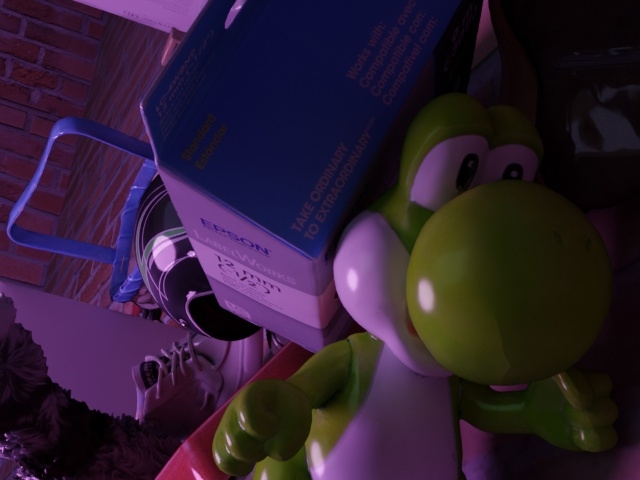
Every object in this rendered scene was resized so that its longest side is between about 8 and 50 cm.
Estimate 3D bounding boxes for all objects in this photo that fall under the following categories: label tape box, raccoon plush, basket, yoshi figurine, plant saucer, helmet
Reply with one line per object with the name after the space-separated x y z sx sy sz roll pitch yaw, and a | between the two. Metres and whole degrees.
0.013 -0.086 0.715 0.249 0.115 0.347 -60 -11 -17 | label tape box
-0.279 0.278 1.140 0.299 0.216 0.446 -32 84 46 | raccoon plush
-0.231 -0.035 1.328 0.255 0.289 0.201 -44 40 47 | basket
0.060 0.101 0.606 0.203 0.204 0.362 23 107 27 | yoshi figurine
-0.078 0.178 0.914 0.258 0.048 0.259 -41 -8 -46 | plant saucer
-0.091 0.002 0.956 0.161 0.169 0.169 -41 36 39 | helmet

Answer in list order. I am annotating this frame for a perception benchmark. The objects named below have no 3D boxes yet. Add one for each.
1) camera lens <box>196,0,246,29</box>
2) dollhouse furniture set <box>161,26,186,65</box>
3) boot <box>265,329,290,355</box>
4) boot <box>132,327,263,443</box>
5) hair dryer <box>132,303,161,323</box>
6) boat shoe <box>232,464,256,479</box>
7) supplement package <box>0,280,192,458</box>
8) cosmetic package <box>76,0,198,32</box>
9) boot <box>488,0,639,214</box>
0.000 -0.304 1.051 0.219 0.219 0.274 -27 49 62 | camera lens
-0.085 -0.280 1.303 0.161 0.182 0.101 -59 25 34 | dollhouse furniture set
0.002 -0.001 1.017 0.208 0.076 0.189 119 143 -46 | boot
-0.136 0.139 1.106 0.095 0.123 0.258 -107 23 -43 | boot
-0.295 0.081 1.702 0.224 0.080 0.293 9 82 70 | hair dryer
-0.066 0.262 0.757 0.320 0.103 0.118 -46 -18 -18 | boat shoe
-0.311 0.193 1.351 0.177 0.293 0.175 -41 38 54 | supplement package
-0.303 -0.404 1.359 0.284 0.377 0.097 149 136 -68 | cosmetic package
0.198 -0.135 0.649 0.207 0.090 0.248 -11 62 53 | boot
